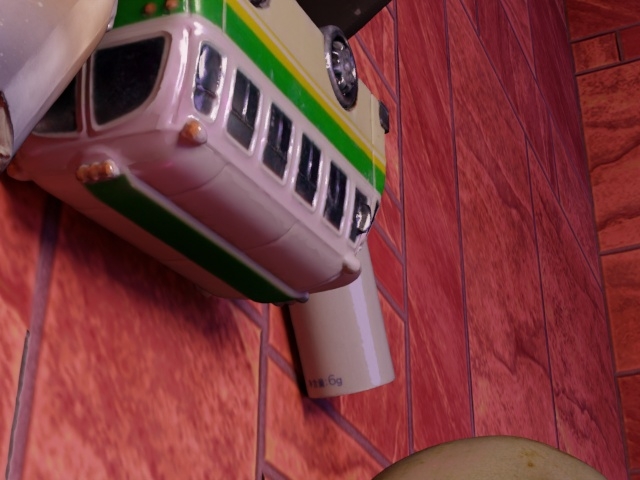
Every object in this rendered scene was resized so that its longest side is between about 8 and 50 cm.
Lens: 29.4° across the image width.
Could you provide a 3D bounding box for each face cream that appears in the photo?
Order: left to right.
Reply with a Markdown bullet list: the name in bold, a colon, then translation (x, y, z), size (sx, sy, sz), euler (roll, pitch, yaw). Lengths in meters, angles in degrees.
- **face cream**: translation (0.000, 0.000, 1.005), size (0.077, 0.077, 0.250), euler (-14, 92, -70)

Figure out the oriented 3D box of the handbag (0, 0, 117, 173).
- **handbag**: translation (-0.173, -0.095, 0.568), size (0.173, 0.117, 0.095), euler (-70, 178, -50)

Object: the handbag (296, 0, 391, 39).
- **handbag**: translation (0.039, -0.286, 1.012), size (0.113, 0.285, 0.257), euler (39, 33, -21)

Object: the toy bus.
- **toy bus**: translation (-0.065, -0.069, 0.783), size (0.305, 0.143, 0.179), euler (41, 43, -60)

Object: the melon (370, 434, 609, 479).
- **melon**: translation (0.118, 0.286, 0.875), size (0.330, 0.268, 0.268), euler (-36, 112, -60)
